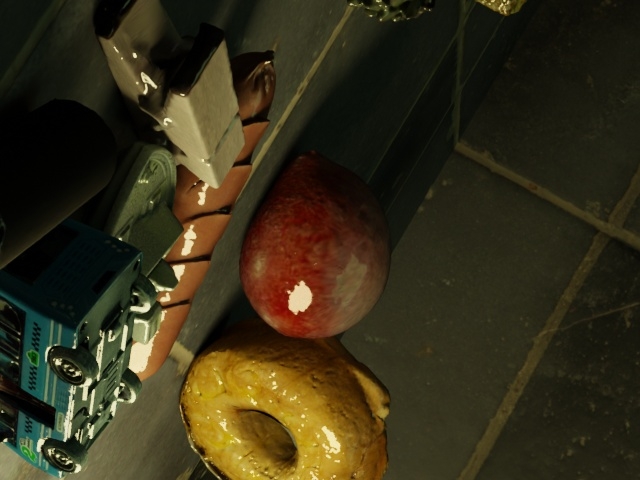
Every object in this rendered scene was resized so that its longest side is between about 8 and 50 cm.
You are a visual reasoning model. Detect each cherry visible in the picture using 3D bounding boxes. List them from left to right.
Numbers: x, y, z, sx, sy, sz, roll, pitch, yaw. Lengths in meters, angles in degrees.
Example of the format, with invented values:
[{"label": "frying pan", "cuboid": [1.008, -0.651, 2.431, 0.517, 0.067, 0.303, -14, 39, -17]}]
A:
[{"label": "cherry", "cuboid": [0.004, 0.010, 2.087, 0.239, 0.206, 0.239, -44, 163, -18]}]

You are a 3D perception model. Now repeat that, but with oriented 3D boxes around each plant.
[{"label": "plant", "cuboid": [0.091, -0.332, 1.791, 0.132, 0.129, 0.194, -67, 172, 20]}]

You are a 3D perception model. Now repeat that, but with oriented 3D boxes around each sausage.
[{"label": "sausage", "cuboid": [-0.140, -0.025, 1.633, 0.433, 0.088, 0.088, -64, 170, 25]}]

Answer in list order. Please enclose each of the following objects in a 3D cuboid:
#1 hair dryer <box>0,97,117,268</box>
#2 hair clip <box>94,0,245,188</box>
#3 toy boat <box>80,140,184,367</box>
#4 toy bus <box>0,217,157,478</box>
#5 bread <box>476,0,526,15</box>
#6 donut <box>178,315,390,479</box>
[{"label": "hair dryer", "cuboid": [-0.270, 0.016, 1.173, 0.251, 0.089, 0.197, -56, 176, 33]}, {"label": "hair clip", "cuboid": [-0.125, -0.133, 1.371, 0.085, 0.101, 0.331, -64, 172, -10]}, {"label": "toy boat", "cuboid": [-0.187, 0.014, 1.479, 0.141, 0.092, 0.319, -54, 168, -38]}, {"label": "toy bus", "cuboid": [-0.236, 0.096, 1.354, 0.113, 0.134, 0.246, -55, 168, -40]}, {"label": "bread", "cuboid": [0.235, -0.445, 2.023, 0.110, 0.184, 0.234, -32, 151, -57]}, {"label": "donut", "cuboid": [-0.051, 0.261, 2.202, 0.150, 0.317, 0.299, -32, 114, -52]}]
